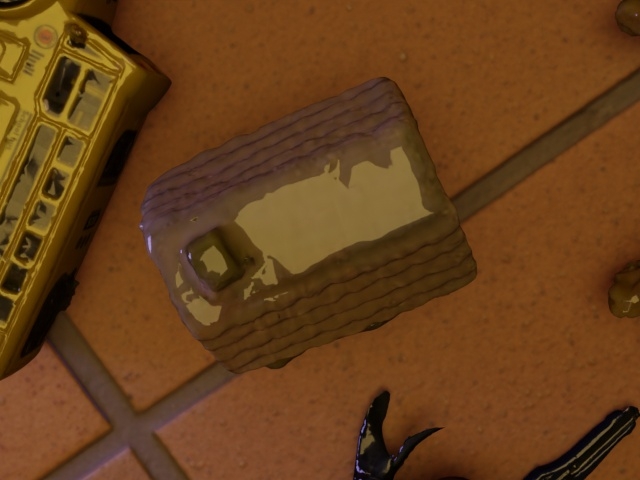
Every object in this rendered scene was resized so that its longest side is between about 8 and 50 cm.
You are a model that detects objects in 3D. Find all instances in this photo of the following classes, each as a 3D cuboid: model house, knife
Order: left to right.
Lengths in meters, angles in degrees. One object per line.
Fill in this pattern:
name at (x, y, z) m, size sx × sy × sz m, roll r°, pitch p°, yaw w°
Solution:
model house at (0.000, 0.000, 0.692) m, size 0.193 × 0.234 × 0.175 m, roll -22°, pitch 93°, yaw 4°
knife at (0.207, 0.173, 0.810) m, size 0.121 × 0.018 × 0.031 m, roll -43°, pitch 94°, yaw 2°

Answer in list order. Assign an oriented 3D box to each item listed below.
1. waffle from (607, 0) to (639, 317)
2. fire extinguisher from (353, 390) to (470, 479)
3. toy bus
waffle at (0.346, -0.072, 0.726) m, size 0.261 × 0.151 × 0.324 m, roll -1°, pitch 97°, yaw -4°
fire extinguisher at (0.121, 0.300, 0.729) m, size 0.200 × 0.113 × 0.376 m, roll -47°, pitch 62°, yaw -2°
toy bus at (-0.214, -0.073, 0.734) m, size 0.152 × 0.144 × 0.330 m, roll 25°, pitch 95°, yaw -1°
